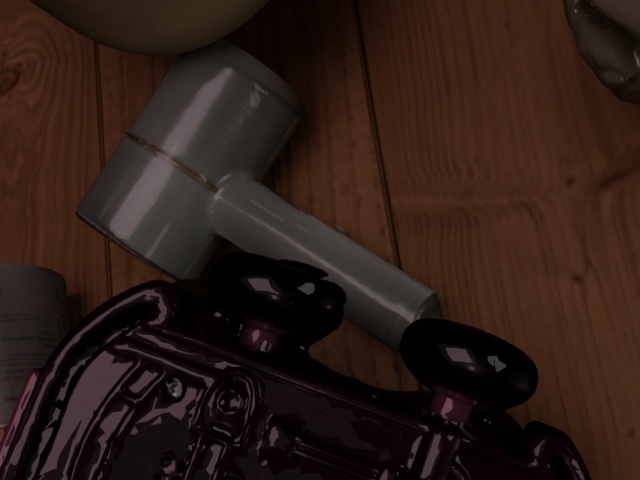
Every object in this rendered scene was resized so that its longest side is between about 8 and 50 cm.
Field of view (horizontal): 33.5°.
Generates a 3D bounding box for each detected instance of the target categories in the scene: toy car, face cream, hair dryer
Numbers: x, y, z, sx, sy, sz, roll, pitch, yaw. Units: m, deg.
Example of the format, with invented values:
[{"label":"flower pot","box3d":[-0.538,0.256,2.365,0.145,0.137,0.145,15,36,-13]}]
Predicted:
[{"label":"toy car","box3d":[-0.018,0.161,0.649,0.341,0.240,0.271,22,84,2]},{"label":"face cream","box3d":[-0.236,0.134,0.821,0.096,0.096,0.214,-20,65,19]},{"label":"hair dryer","box3d":[0.000,0.000,0.768,0.357,0.107,0.173,33,89,22]}]

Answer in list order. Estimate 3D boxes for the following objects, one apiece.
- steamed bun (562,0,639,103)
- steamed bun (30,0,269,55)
[{"label":"steamed bun","box3d":[0.222,-0.196,0.616,0.207,0.280,0.267,-2,80,55]},{"label":"steamed bun","box3d":[-0.186,-0.371,0.801,0.290,0.371,0.455,-26,43,35]}]
